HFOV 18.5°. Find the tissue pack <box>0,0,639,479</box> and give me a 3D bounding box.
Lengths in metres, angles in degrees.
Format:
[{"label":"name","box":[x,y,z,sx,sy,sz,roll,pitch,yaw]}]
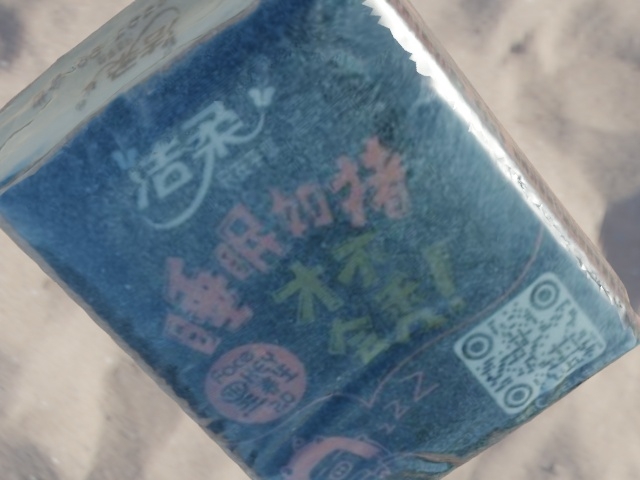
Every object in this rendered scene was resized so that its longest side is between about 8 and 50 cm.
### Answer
[{"label":"tissue pack","box":[0.000,0.000,1.033,0.228,0.103,0.315,-36,122,8]}]
